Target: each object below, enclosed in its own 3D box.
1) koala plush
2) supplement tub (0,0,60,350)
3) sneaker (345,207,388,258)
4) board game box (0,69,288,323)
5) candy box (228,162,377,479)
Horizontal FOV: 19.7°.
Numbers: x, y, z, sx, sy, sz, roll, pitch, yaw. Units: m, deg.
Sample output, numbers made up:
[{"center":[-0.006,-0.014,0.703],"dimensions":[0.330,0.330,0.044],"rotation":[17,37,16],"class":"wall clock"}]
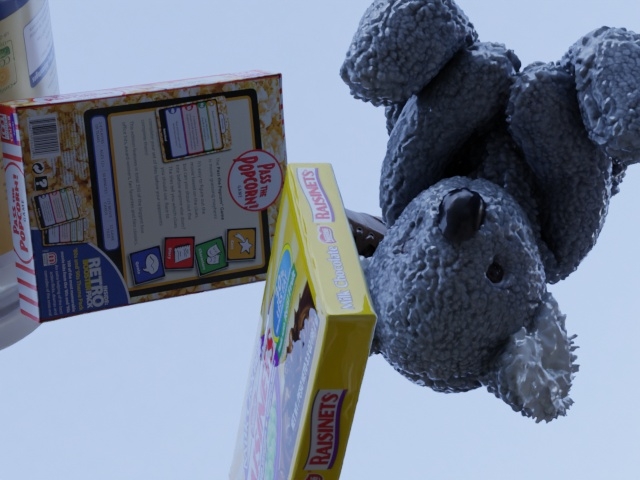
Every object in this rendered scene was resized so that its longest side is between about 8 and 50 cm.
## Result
[{"center":[0.092,-0.001,1.095],"dimensions":[0.196,0.221,0.203],"rotation":[13,-31,8],"class":"koala plush"},{"center":[-0.304,-0.087,1.363],"dimensions":[0.228,0.228,0.316],"rotation":[-15,-56,-19],"class":"supplement tub"},{"center":[0.000,0.000,1.412],"dimensions":[0.188,0.071,0.066],"rotation":[25,-80,6],"class":"sneaker"},{"center":[-0.115,-0.033,1.261],"dimensions":[0.193,0.045,0.147],"rotation":[-9,-78,-25],"class":"board game box"},{"center":[-0.012,0.076,0.851],"dimensions":[0.027,0.105,0.206],"rotation":[2,-50,-12],"class":"candy box"}]
